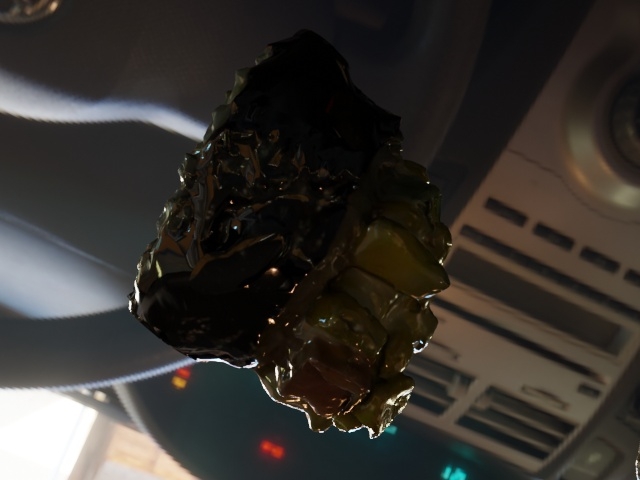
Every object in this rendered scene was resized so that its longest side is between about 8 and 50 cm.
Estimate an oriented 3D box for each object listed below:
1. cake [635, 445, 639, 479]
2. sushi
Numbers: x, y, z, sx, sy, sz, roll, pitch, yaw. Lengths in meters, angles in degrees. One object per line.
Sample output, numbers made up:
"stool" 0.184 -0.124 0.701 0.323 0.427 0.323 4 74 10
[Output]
"cake" 0.413 0.229 1.028 0.135 0.147 0.134 12 135 35
"sushi" 0.000 0.000 0.947 0.285 0.328 0.328 28 177 -1
